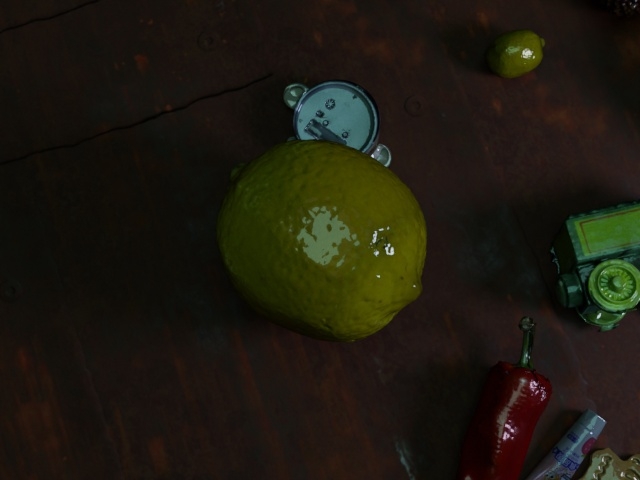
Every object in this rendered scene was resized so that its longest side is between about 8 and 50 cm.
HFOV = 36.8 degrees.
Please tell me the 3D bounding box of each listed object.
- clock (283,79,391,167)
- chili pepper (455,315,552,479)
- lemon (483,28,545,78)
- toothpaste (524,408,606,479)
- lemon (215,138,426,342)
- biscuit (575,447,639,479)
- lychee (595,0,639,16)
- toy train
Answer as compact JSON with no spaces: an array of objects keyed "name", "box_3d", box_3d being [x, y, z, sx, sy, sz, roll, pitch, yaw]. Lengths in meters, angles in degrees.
[{"name":"clock","box_3d":[0.027,-0.200,1.675,0.229,0.063,0.155,39,82,10]},{"name":"chili pepper","box_3d":[0.290,0.312,1.544,0.110,0.110,0.387,19,85,6]},{"name":"lemon","box_3d":[0.342,-0.326,1.677,0.111,0.082,0.082,-17,79,-3]},{"name":"toothpaste","box_3d":[0.389,0.360,1.562,0.067,0.043,0.194,37,88,6]},{"name":"lemon","box_3d":[0.002,0.001,1.513,0.336,0.336,0.336,0,79,2]},{"name":"biscuit","box_3d":[0.500,0.417,1.551,0.184,0.027,0.133,43,82,9]},{"name":"lychee","box_3d":[0.540,-0.473,1.653,0.188,0.188,0.188,0,79,2]},{"name":"toy train","box_3d":[0.509,0.031,1.564,0.272,0.159,0.188,-12,72,0]}]
